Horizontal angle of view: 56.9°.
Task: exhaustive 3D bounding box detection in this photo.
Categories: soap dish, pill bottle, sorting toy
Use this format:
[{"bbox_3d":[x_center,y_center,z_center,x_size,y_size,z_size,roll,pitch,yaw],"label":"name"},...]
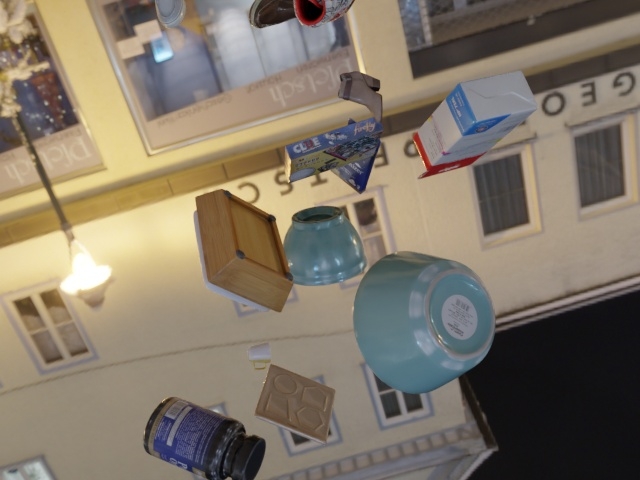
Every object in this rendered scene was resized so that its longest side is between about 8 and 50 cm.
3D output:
[{"bbox_3d":[-0.190,0.018,1.458,0.118,0.229,0.290,-40,-136,22],"label":"soap dish"},{"bbox_3d":[-0.225,0.398,1.163,0.219,0.122,0.123,15,-147,19],"label":"pill bottle"},{"bbox_3d":[-0.063,0.422,1.522,0.193,0.038,0.208,23,-152,-4],"label":"sorting toy"}]

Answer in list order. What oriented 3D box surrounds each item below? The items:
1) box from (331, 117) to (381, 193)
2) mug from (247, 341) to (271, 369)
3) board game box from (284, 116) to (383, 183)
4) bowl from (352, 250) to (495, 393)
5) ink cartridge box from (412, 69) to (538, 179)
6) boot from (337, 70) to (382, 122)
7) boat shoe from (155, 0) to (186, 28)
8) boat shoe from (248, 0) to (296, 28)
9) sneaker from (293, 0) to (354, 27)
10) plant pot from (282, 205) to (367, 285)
[{"bbox_3d":[0.108,-0.265,1.872,0.136,0.225,0.037,41,-125,19],"label":"box"},{"bbox_3d":[-0.183,0.343,1.753,0.064,0.078,0.062,-4,162,-15],"label":"mug"},{"bbox_3d":[0.029,-0.228,1.499,0.244,0.042,0.165,-19,168,-9],"label":"board game box"},{"bbox_3d":[0.239,0.158,1.226,0.312,0.311,0.163,-31,-178,-30],"label":"bowl"},{"bbox_3d":[0.260,-0.200,1.061,0.134,0.077,0.231,-16,167,-21],"label":"ink cartridge box"},{"bbox_3d":[0.079,-0.289,1.187,0.087,0.042,0.118,3,-118,-9],"label":"boot"},{"bbox_3d":[-0.402,-0.647,1.502,0.079,0.227,0.081,-17,159,15],"label":"boat shoe"},{"bbox_3d":[-0.096,-0.674,1.691,0.095,0.095,0.257,25,-129,24],"label":"boat shoe"},{"bbox_3d":[0.043,-0.498,1.043,0.145,0.090,0.270,-48,175,-45],"label":"sneaker"},{"bbox_3d":[0.000,0.000,1.969,0.293,0.196,0.293,-7,-159,3],"label":"plant pot"}]
